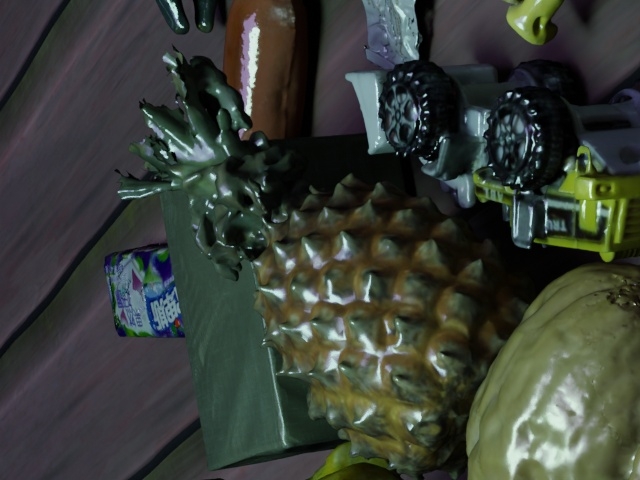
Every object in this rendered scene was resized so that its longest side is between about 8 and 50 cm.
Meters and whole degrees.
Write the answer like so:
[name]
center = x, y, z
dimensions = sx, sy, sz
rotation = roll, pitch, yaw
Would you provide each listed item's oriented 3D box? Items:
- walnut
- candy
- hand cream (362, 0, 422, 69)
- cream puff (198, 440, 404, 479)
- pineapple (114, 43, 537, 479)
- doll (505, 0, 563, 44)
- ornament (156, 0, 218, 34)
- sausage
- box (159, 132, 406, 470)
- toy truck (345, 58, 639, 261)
[walnut]
center = 0.181, 0.122, 1.039
dimensions = 0.198, 0.198, 0.245
rotation = 48, 129, 46
[candy]
center = -0.112, 0.045, 1.652
dimensions = 0.312, 0.061, 0.088
rotation = -3, 94, 60
[hand cream]
center = 0.058, -0.241, 1.336
dimensions = 0.084, 0.050, 0.257
rotation = 33, 125, 50
[cream puff]
center = 0.018, 0.319, 1.202
dimensions = 0.323, 0.270, 0.274
rotation = 58, 170, -23
[pineapple]
center = 0.000, 0.000, 1.218
dimensions = 0.361, 0.175, 0.175
rotation = 48, 135, 29
[doll]
center = 0.172, -0.243, 1.084
dimensions = 0.138, 0.119, 0.293
rotation = 57, 146, 26
[ornament]
center = -0.091, -0.314, 1.547
dimensions = 0.236, 0.080, 0.202
rotation = -39, 64, 57
[sausage]
center = -0.048, -0.126, 1.506
dimensions = 0.077, 0.077, 0.194
rotation = 33, 123, 53
[box]
center = -0.013, 0.046, 1.399
dimensions = 0.149, 0.155, 0.231
rotation = -27, 72, 60
[toy truck]
center = 0.127, -0.059, 1.160
dimensions = 0.286, 0.136, 0.111
rotation = 24, 115, 58
